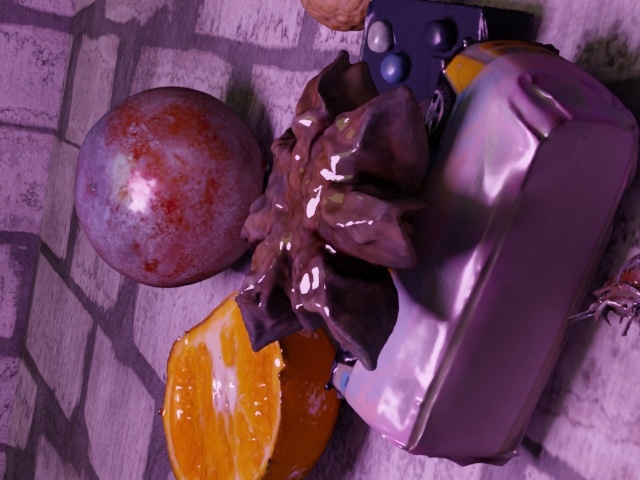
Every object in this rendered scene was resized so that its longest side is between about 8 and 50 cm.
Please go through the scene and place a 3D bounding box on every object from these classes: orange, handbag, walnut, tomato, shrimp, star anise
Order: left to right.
[{"bbox_3d":[-0.233,-0.084,1.610,0.316,0.282,0.317,-2,87,51],"label":"tomato"},{"bbox_3d":[-0.102,0.208,1.305,0.310,0.274,0.274,-26,54,19],"label":"orange"},{"bbox_3d":[0.005,-0.011,0.926,0.315,0.108,0.315,-37,44,46],"label":"star anise"},{"bbox_3d":[0.045,-0.333,1.246,0.184,0.155,0.155,169,106,-72],"label":"walnut"},{"bbox_3d":[0.108,-0.100,1.110,0.269,0.118,0.326,29,112,61],"label":"handbag"},{"bbox_3d":[0.263,0.045,0.830,0.165,0.056,0.065,-46,51,54],"label":"shrimp"}]

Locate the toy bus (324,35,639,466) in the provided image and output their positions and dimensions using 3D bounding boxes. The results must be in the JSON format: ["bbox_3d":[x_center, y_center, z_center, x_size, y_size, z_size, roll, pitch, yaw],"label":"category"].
[{"bbox_3d":[0.158,0.016,0.937,0.162,0.171,0.386,43,120,52],"label":"toy bus"}]
